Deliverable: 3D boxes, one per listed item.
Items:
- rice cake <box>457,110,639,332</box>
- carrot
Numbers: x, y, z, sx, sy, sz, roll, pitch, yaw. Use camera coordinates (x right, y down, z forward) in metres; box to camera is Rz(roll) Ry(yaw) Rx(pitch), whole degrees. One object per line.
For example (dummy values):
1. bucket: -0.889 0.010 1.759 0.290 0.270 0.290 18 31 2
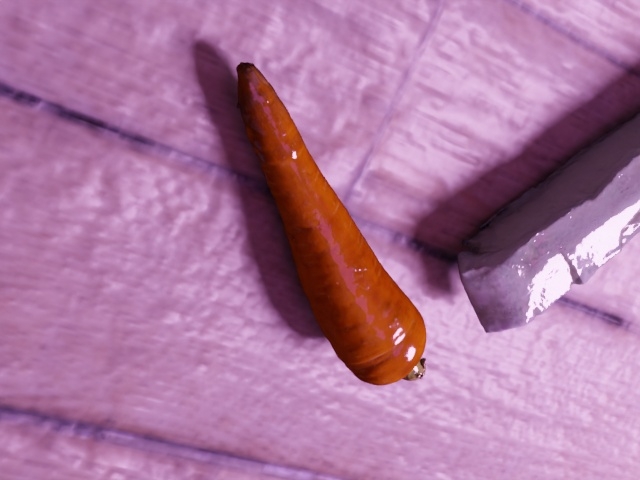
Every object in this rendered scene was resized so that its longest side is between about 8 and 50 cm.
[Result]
1. rice cake: 0.230 -0.054 0.976 0.336 0.063 0.066 -36 118 -13
2. carrot: 0.000 0.000 0.851 0.061 0.061 0.257 -40 123 -12
